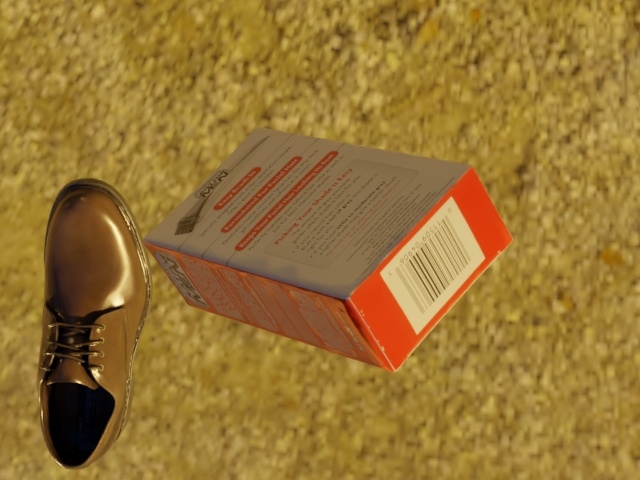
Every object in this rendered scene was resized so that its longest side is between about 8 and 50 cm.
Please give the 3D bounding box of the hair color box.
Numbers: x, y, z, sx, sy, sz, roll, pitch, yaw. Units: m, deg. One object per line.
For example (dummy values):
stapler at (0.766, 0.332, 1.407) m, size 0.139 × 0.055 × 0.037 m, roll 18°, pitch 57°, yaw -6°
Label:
hair color box at (0.000, 0.000, 0.824) m, size 0.167 × 0.093 × 0.053 m, roll 16°, pitch 145°, yaw 49°

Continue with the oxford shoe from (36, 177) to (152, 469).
oxford shoe at (-0.173, 0.067, 1.268) m, size 0.083 × 0.096 × 0.227 m, roll 2°, pitch 107°, yaw 4°
